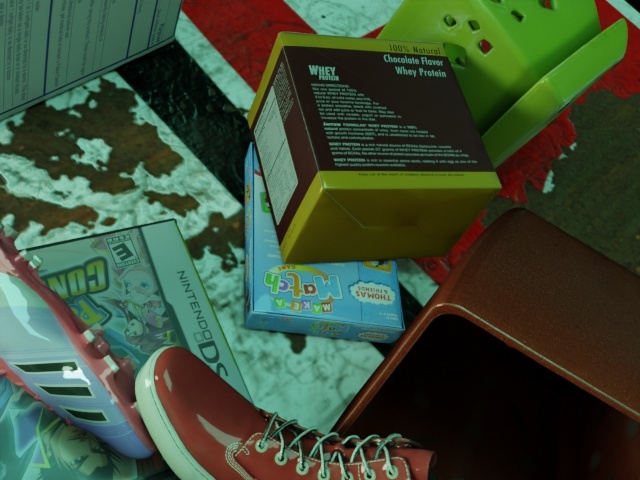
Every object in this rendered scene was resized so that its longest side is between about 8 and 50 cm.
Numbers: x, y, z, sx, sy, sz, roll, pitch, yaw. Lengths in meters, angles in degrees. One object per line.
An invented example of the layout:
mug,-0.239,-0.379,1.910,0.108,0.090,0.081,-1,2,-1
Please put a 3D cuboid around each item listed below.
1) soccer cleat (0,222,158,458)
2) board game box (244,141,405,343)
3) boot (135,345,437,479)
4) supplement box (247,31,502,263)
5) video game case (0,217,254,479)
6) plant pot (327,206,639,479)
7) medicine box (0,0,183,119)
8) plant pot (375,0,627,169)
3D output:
soccer cleat,-0.228,0.091,0.691,0.095,0.083,0.248,-41,83,-4
board game box,0.000,0.000,0.897,0.160,0.039,0.212,8,54,-16
boot,-0.014,0.154,0.655,0.244,0.176,0.088,50,33,-14
supplement box,0.047,-0.094,0.873,0.191,0.129,0.194,-2,58,-23
video game case,-0.212,0.114,0.740,0.274,0.035,0.248,-13,64,-28
plant pot,0.183,0.130,0.761,0.267,0.267,0.236,30,40,0
medicine box,-0.271,-0.288,0.841,0.149,0.263,0.289,45,54,11
plant pot,0.212,-0.222,1.021,0.207,0.227,0.228,49,53,5
